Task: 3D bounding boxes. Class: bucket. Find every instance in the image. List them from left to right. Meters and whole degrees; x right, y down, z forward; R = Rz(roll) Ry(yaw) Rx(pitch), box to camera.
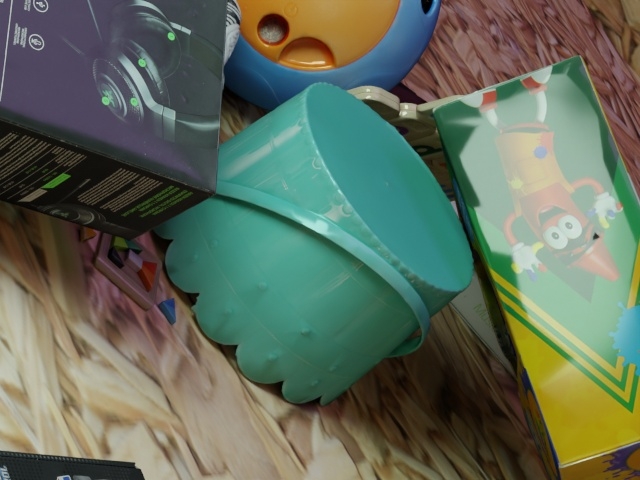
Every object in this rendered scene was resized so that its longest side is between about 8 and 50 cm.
[{"bbox_3d":[0.000,0.000,1.616,0.281,0.183,0.281,41,25,-24],"label":"bucket"}]

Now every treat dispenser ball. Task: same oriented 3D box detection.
[{"bbox_3d":[-0.012,-0.277,1.867,0.288,0.288,0.288,41,25,-24],"label":"treat dispenser ball"}]

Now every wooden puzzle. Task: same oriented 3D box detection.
[{"bbox_3d":[-0.166,0.018,1.496,0.116,0.014,0.078,40,25,-26],"label":"wooden puzzle"}]

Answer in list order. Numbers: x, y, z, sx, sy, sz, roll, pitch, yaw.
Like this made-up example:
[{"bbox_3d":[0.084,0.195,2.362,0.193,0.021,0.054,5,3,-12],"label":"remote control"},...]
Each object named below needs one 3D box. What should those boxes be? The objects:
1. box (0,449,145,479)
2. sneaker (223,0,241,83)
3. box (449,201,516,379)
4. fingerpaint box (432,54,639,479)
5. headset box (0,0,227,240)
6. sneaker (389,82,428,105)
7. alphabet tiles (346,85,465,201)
[{"bbox_3d":[-0.156,0.263,1.091,0.216,0.060,0.270,18,40,-54],"label":"box"},{"bbox_3d":[-0.194,-0.202,1.607,0.210,0.137,0.366,44,27,-25],"label":"sneaker"},{"bbox_3d":[0.217,0.022,2.161,0.232,0.058,0.322,49,22,-7],"label":"box"},{"bbox_3d":[0.261,0.086,1.744,0.445,0.163,0.371,61,10,-69],"label":"fingerpaint box"},{"bbox_3d":[-0.208,-0.159,1.359,0.283,0.131,0.246,18,62,-34],"label":"headset box"},{"bbox_3d":[0.050,-0.146,2.075,0.162,0.106,0.281,42,21,32],"label":"sneaker"},{"bbox_3d":[0.094,-0.100,1.838,0.284,0.278,0.021,21,64,-44],"label":"alphabet tiles"}]
